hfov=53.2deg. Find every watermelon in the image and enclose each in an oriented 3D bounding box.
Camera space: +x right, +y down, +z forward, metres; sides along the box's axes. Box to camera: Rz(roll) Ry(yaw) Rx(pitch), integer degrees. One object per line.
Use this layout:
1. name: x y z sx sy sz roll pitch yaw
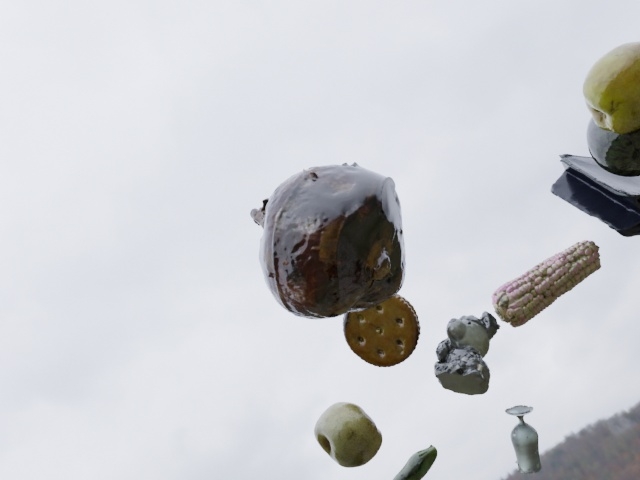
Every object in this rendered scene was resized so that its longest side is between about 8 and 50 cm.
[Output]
1. watermelon: 0.771 -0.264 1.592 0.212 0.212 0.212 -23 -35 -18

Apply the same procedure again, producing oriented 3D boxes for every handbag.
1. handbag: 0.846 -0.126 1.755 0.330 0.303 0.121 -1 -62 -23

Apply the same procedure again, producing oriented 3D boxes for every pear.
1. pear: 0.068 0.486 1.611 0.137 0.167 0.167 -34 -32 -21
2. pear: 0.686 -0.341 1.428 0.200 0.200 0.200 -23 -35 -18

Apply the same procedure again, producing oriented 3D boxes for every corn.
1. corn: 0.630 0.115 1.792 0.335 0.126 0.126 -34 -33 -3

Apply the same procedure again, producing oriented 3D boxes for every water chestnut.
1. water chestnut: 0.000 0.000 1.254 0.335 0.347 0.335 -23 -63 -56

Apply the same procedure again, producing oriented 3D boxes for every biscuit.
1. biscuit: 0.162 0.237 1.722 0.220 0.220 0.066 -49 -6 20

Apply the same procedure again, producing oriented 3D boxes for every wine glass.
1. wine glass: 0.266 0.260 0.834 0.039 0.083 0.042 -9 1 -5

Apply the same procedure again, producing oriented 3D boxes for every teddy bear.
1. teddy bear: 0.367 0.288 1.688 0.144 0.251 0.171 40 -50 -21

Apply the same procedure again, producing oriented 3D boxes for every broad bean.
1. broad bean: 0.171 0.517 1.298 0.226 0.069 0.039 -66 -25 -13
